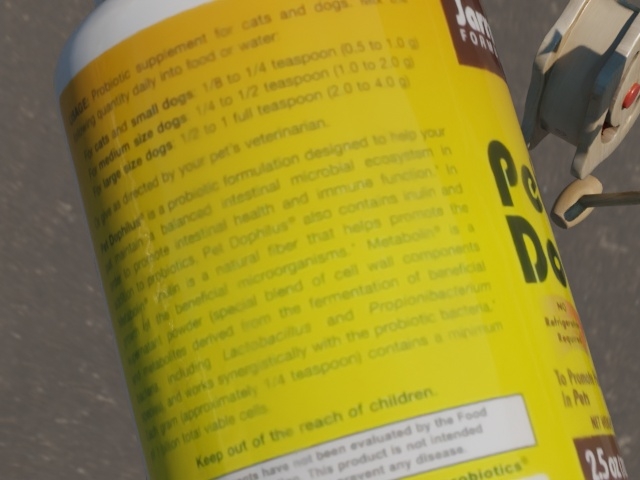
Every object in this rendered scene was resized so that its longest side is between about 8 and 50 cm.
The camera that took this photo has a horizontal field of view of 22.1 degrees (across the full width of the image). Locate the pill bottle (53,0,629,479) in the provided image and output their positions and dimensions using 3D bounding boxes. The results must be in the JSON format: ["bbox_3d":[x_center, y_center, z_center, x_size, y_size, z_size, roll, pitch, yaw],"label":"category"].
[{"bbox_3d":[0.000,0.000,0.426,0.117,0.117,0.215,-16,78,3],"label":"pill bottle"}]

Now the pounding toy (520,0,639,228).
[{"bbox_3d":[0.300,-0.132,1.632,0.155,0.269,0.154,31,61,18],"label":"pounding toy"}]
